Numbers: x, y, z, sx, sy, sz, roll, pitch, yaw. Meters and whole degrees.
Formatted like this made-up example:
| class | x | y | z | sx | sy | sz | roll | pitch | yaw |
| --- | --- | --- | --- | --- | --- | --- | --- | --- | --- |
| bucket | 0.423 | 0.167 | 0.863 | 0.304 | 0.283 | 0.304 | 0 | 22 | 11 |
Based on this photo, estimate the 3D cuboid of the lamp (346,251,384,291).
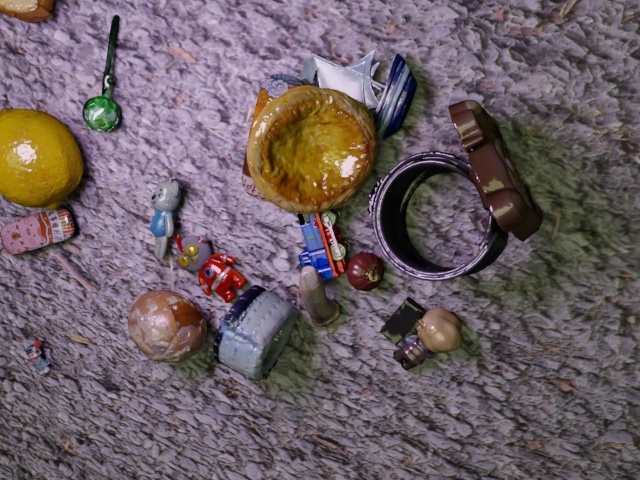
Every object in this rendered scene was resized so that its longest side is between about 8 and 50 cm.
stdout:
| class | x | y | z | sx | sy | sz | roll | pitch | yaw |
| --- | --- | --- | --- | --- | --- | --- | --- | --- | --- |
| lamp | 0.114 | 0.079 | 1.274 | 0.101 | 0.090 | 0.101 | -5 | 102 | -26 |

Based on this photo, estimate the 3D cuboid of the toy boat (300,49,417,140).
| class | x | y | z | sx | sy | sz | roll | pitch | yaw |
| --- | --- | --- | --- | --- | --- | --- | --- | --- | --- |
| toy boat | 0.102 | -0.381 | 1.211 | 0.210 | 0.070 | 0.291 | -42 | 85 | 22 |

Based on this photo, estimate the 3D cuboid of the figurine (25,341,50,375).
| class | x | y | z | sx | sy | sz | roll | pitch | yaw |
| --- | --- | --- | --- | --- | --- | --- | --- | --- | --- |
| figurine | -0.901 | 0.378 | 1.613 | 0.060 | 0.047 | 0.106 | -23 | 95 | 26 |

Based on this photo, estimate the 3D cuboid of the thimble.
| class | x | y | z | sx | sy | sz | roll | pitch | yaw |
| --- | --- | --- | --- | --- | --- | --- | --- | --- | --- |
| thimble | -0.166 | 0.237 | 1.297 | 0.150 | 0.237 | 0.237 | 24 | 104 | 11 |

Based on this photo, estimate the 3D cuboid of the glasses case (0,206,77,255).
| class | x | y | z | sx | sy | sz | roll | pitch | yaw |
| --- | --- | --- | --- | --- | --- | --- | --- | --- | --- |
| glasses case | -0.855 | -0.027 | 1.524 | 0.267 | 0.067 | 0.103 | -16 | 96 | 17 |

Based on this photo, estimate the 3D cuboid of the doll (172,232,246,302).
| class | x | y | z | sx | sy | sz | roll | pitch | yaw |
| --- | --- | --- | --- | --- | --- | --- | --- | --- | --- |
| doll | -0.318 | 0.064 | 1.395 | 0.245 | 0.076 | 0.142 | 42 | 106 | 1 |

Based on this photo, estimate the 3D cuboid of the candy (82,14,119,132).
| class | x | y | z | sx | sy | sz | roll | pitch | yaw |
| --- | --- | --- | --- | --- | --- | --- | --- | --- | --- |
| candy | -0.584 | -0.459 | 1.386 | 0.097 | 0.097 | 0.323 | 11 | 94 | 13 |

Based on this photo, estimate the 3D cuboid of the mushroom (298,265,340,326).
| class | x | y | z | sx | sy | sz | roll | pitch | yaw |
| --- | --- | --- | --- | --- | --- | --- | --- | --- | --- |
| mushroom | -0.008 | 0.144 | 1.276 | 0.084 | 0.071 | 0.209 | -7 | 139 | 13 |

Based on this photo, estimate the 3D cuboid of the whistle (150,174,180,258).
| class | x | y | z | sx | sy | sz | roll | pitch | yaw |
| --- | --- | --- | --- | --- | --- | --- | --- | --- | --- |
| whistle | -0.440 | -0.063 | 1.403 | 0.114 | 0.077 | 0.235 | 26 | 109 | 42 |

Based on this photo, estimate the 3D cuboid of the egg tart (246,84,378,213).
| class | x | y | z | sx | sy | sz | roll | pitch | yaw |
| --- | --- | --- | --- | --- | --- | --- | --- | --- | --- |
| egg tart | -0.019 | -0.216 | 1.194 | 0.319 | 0.128 | 0.318 | -4 | 111 | -9 |

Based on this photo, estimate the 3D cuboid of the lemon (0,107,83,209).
| class | x | y | z | sx | sy | sz | roll | pitch | yaw |
| --- | --- | --- | --- | --- | --- | --- | --- | --- | --- |
| lemon | -0.787 | -0.224 | 1.383 | 0.267 | 0.267 | 0.267 | 2 | 99 | 14 |

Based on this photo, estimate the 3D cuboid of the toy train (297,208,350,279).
| class | x | y | z | sx | sy | sz | roll | pitch | yaw |
| --- | --- | --- | --- | --- | --- | --- | --- | --- | --- |
| toy train | 0.000 | 0.000 | 1.295 | 0.131 | 0.083 | 0.203 | -15 | 94 | 19 |

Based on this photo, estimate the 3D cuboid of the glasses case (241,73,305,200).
| class | x | y | z | sx | sy | sz | roll | pitch | yaw |
| --- | --- | --- | --- | --- | --- | --- | --- | --- | --- |
| glasses case | -0.118 | -0.258 | 1.283 | 0.122 | 0.082 | 0.320 | 15 | 103 | 6 |

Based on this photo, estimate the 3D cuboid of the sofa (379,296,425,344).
| class | x | y | z | sx | sy | sz | roll | pitch | yaw |
| --- | --- | --- | --- | --- | --- | --- | --- | --- | --- |
| sofa | 0.210 | 0.207 | 1.295 | 0.060 | 0.039 | 0.118 | 38 | 105 | 5 |

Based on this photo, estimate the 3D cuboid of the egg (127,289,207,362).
| class | x | y | z | sx | sy | sz | roll | pitch | yaw |
| --- | --- | --- | --- | --- | --- | --- | --- | --- | --- |
| egg | -0.426 | 0.234 | 1.390 | 0.233 | 0.195 | 0.195 | 42 | 107 | 19 |

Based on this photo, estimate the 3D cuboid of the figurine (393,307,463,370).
| class | x | y | z | sx | sy | sz | roll | pitch | yaw |
| --- | --- | --- | --- | --- | --- | --- | --- | --- | --- |
| figurine | 0.271 | 0.255 | 1.266 | 0.114 | 0.108 | 0.196 | 48 | 125 | 14 |

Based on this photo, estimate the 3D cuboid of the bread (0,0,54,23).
| class | x | y | z | sx | sy | sz | roll | pitch | yaw |
| --- | --- | --- | --- | --- | --- | --- | --- | --- | --- |
| bread | -0.817 | -0.677 | 1.372 | 0.229 | 0.139 | 0.143 | 22 | 101 | 10 |

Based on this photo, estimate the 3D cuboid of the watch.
| class | x | y | z | sx | sy | sz | roll | pitch | yaw |
| --- | --- | --- | --- | --- | --- | --- | --- | --- | --- |
| watch | 0.285 | -0.086 | 1.133 | 0.327 | 0.314 | 0.335 | -27 | 76 | 28 |
